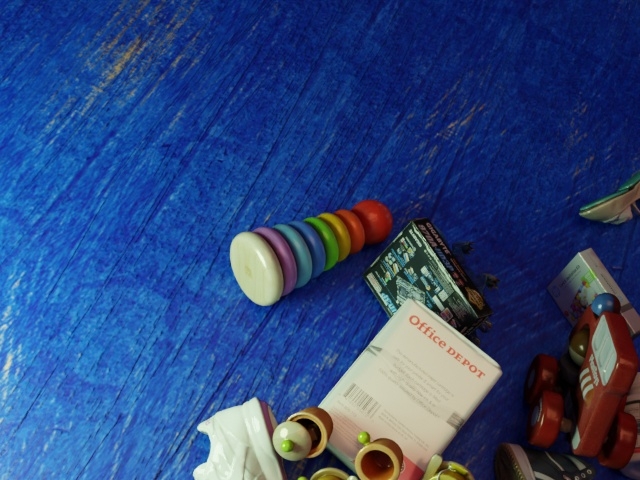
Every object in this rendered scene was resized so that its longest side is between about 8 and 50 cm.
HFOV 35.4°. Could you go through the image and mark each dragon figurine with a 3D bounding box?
[{"bbox_3d":[0.246,0.065,1.897,0.144,0.085,0.289,-18,70,-52],"label":"dragon figurine"}]

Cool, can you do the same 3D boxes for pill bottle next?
[{"bbox_3d":[0.602,0.340,1.842,0.108,0.108,0.180,15,56,-6],"label":"pill bottle"}]

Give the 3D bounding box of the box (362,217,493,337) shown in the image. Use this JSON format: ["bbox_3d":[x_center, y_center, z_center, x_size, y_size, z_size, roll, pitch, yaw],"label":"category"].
[{"bbox_3d":[0.192,0.096,1.835,0.051,0.175,0.220,-12,61,-44],"label":"box"}]

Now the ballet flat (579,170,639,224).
[{"bbox_3d":[0.655,-0.082,2.140,0.248,0.086,0.086,-28,70,-29],"label":"ballet flat"}]

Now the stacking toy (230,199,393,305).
[{"bbox_3d":[0.000,0.000,1.876,0.330,0.141,0.141,-24,68,-31],"label":"stacking toy"}]

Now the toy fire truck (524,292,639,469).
[{"bbox_3d":[0.479,0.232,1.756,0.169,0.254,0.302,17,26,1],"label":"toy fire truck"}]

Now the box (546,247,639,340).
[{"bbox_3d":[0.529,0.128,1.930,0.038,0.145,0.186,-18,66,-26],"label":"box"}]

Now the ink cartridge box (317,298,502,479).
[{"bbox_3d":[0.141,0.274,1.701,0.207,0.117,0.283,39,75,10],"label":"ink cartridge box"}]

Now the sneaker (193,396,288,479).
[{"bbox_3d":[-0.118,0.415,1.615,0.152,0.114,0.305,-16,65,2],"label":"sneaker"}]

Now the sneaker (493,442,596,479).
[{"bbox_3d":[0.402,0.452,1.679,0.153,0.099,0.282,9,30,-14],"label":"sneaker"}]

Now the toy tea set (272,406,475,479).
[{"bbox_3d":[0.066,0.395,1.549,0.336,0.200,0.124,23,16,14],"label":"toy tea set"}]
